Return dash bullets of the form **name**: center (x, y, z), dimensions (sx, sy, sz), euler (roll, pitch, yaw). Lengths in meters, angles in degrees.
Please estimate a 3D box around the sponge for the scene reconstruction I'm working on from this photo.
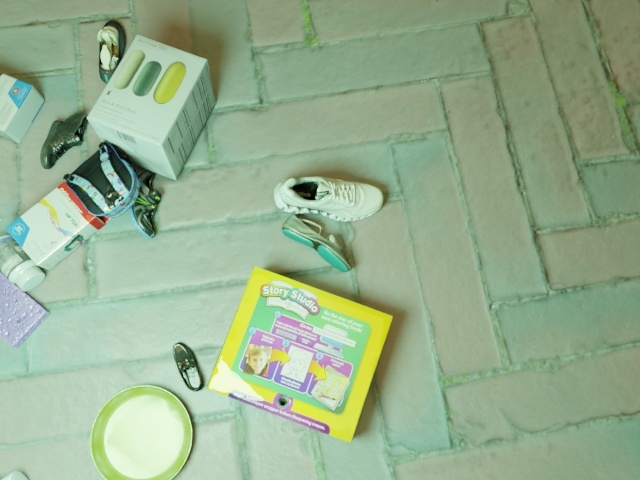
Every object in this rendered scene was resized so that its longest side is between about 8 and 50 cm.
- **sponge**: center (-0.802, 0.160, 1.397), dimensions (0.210, 0.031, 0.117), euler (38, 79, 7)

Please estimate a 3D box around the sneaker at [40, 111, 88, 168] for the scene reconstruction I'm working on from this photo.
- **sneaker**: center (-0.685, -0.268, 1.491), dimensions (0.088, 0.051, 0.170), euler (8, 73, 5)

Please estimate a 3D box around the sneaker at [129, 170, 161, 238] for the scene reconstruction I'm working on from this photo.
- **sneaker**: center (-0.455, -0.098, 1.450), dimensions (0.078, 0.067, 0.188), euler (-11, 74, 2)

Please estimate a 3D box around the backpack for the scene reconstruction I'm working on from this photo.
- **backpack**: center (-0.520, -0.132, 1.377), dimensions (0.158, 0.117, 0.173), euler (-43, 65, -3)

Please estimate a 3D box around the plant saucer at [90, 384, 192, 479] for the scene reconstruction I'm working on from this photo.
- **plant saucer**: center (-0.426, 0.472, 1.331), dimensions (0.240, 0.037, 0.241), euler (1, 76, -2)

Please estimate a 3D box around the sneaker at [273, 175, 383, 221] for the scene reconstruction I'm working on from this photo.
- **sneaker**: center (0.030, -0.114, 1.430), dimensions (0.291, 0.118, 0.110), euler (2, 80, -14)

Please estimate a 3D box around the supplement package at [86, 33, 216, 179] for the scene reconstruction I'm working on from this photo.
- **supplement package**: center (-0.422, -0.338, 1.429), dimensions (0.199, 0.198, 0.263), euler (21, 71, 4)

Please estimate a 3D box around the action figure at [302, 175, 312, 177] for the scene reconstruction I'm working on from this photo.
- **action figure**: center (-0.052, -0.150, 1.496), dimensions (0.115, 0.030, 0.038), euler (-19, 74, -8)

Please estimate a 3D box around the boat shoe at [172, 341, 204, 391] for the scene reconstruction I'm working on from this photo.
- **boat shoe**: center (-0.329, 0.311, 1.371), dimensions (0.048, 0.042, 0.133), euler (-28, 78, -6)

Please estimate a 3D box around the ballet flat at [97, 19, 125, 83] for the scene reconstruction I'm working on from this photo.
- **ballet flat**: center (-0.589, -0.540, 1.550), dimensions (0.074, 0.074, 0.203), euler (-1, 76, -2)

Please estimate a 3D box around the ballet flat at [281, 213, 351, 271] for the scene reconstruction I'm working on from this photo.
- **ballet flat**: center (0.000, 0.000, 1.441), dimensions (0.213, 0.072, 0.068), euler (32, 67, 5)

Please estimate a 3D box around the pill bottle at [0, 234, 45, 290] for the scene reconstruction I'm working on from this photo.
- **pill bottle**: center (-0.767, 0.058, 1.398), dimensions (0.137, 0.078, 0.078), euler (44, 79, 8)

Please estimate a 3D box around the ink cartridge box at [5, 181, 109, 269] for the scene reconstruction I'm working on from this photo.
- **ink cartridge box**: center (-0.660, -0.052, 1.427), dimensions (0.231, 0.078, 0.134), euler (-43, 82, -11)

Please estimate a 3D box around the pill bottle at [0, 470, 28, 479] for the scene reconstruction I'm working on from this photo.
- **pill bottle**: center (-0.761, 0.612, 1.251), dimensions (0.193, 0.108, 0.108), euler (-32, 80, -9)

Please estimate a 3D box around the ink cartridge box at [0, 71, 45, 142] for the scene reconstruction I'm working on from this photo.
- **ink cartridge box**: center (-0.883, -0.374, 1.493), dimensions (0.203, 0.086, 0.148), euler (22, 77, 4)

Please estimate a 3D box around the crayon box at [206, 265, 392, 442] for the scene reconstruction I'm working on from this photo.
- **crayon box**: center (-0.047, 0.273, 1.355), dimensions (0.362, 0.106, 0.313), euler (20, 76, 3)
